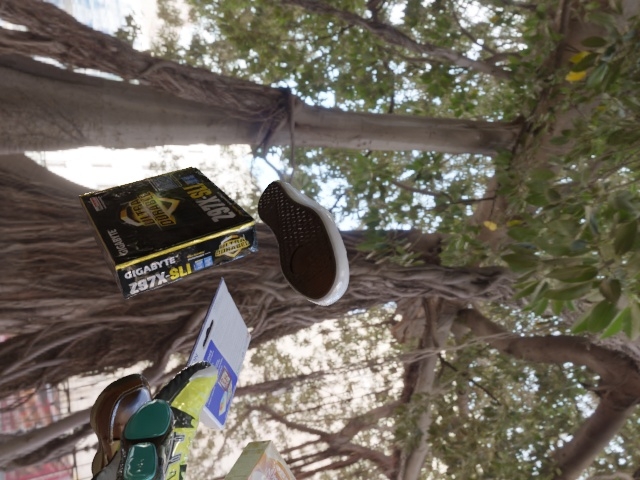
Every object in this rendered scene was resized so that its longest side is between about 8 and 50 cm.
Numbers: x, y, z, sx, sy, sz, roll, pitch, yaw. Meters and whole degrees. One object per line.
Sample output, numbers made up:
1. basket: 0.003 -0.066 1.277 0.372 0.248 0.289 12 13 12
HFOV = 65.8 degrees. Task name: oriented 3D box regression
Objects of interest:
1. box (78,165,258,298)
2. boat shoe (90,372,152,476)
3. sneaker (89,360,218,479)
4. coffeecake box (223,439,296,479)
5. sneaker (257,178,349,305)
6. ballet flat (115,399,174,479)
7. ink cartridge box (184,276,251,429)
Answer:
1. box: -0.308 -0.036 0.982 0.322 0.257 0.079 39 -41 47
2. boat shoe: -0.379 0.407 0.994 0.120 0.123 0.323 37 -52 30
3. sneaker: -0.280 0.384 0.846 0.147 0.384 0.145 33 -36 0
4. coffeecake box: -0.128 0.510 0.957 0.068 0.185 0.142 -19 -74 31
5. sneaker: 0.000 0.000 0.755 0.105 0.123 0.290 -53 -146 17
6. ballet flat: -0.228 0.280 0.642 0.188 0.070 0.070 -125 -142 -75
7. ink cartridge box: -0.292 0.307 1.340 0.307 0.072 0.303 73 24 -46
